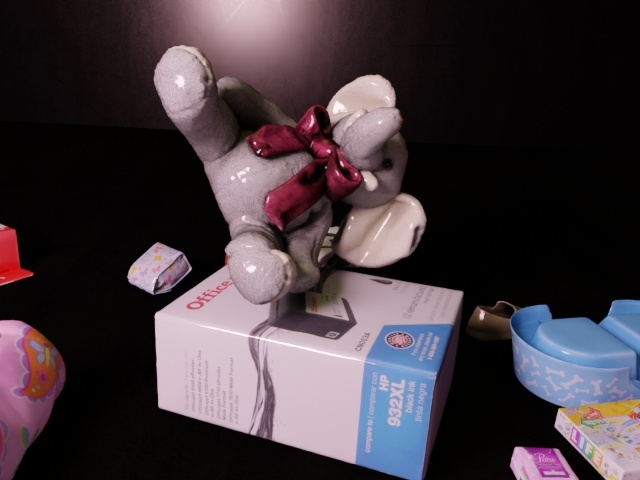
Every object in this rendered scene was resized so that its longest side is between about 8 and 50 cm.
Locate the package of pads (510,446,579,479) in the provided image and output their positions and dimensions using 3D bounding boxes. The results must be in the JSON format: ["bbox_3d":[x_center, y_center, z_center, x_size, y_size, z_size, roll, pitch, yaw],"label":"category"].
[{"bbox_3d":[0.222,0.236,0.549,0.050,0.032,0.083,5,19,-4],"label":"package of pads"}]

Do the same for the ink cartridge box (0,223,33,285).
[{"bbox_3d":[-0.615,0.015,0.976,0.231,0.078,0.134,16,23,30],"label":"ink cartridge box"}]

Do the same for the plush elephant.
[{"bbox_3d":[0.002,-0.087,0.695,0.255,0.271,0.330,-22,-8,1],"label":"plush elephant"}]

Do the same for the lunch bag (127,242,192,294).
[{"bbox_3d":[-0.273,0.052,0.963,0.071,0.053,0.083,17,49,33],"label":"lunch bag"}]

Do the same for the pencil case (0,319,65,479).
[{"bbox_3d":[-0.322,0.182,0.498,0.124,0.124,0.284,1,20,-7],"label":"pencil case"}]

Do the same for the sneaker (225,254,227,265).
[{"bbox_3d":[-0.106,0.047,0.993,0.067,0.064,0.175,3,19,-31],"label":"sneaker"}]

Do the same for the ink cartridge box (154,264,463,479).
[{"bbox_3d":[-0.004,0.126,0.679,0.307,0.129,0.223,9,20,18],"label":"ink cartridge box"}]

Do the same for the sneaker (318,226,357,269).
[{"bbox_3d":[0.000,0.000,1.089,0.153,0.094,0.235,25,38,30],"label":"sneaker"}]

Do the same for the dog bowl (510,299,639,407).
[{"bbox_3d":[0.390,0.150,0.759,0.297,0.074,0.166,-1,20,-14],"label":"dog bowl"}]

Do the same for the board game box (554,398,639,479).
[{"bbox_3d":[0.357,0.218,0.629,0.154,0.026,0.103,-2,20,-15],"label":"board game box"}]

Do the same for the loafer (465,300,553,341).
[{"bbox_3d":[0.291,0.119,0.862,0.148,0.050,0.056,-4,21,-20],"label":"loafer"}]
